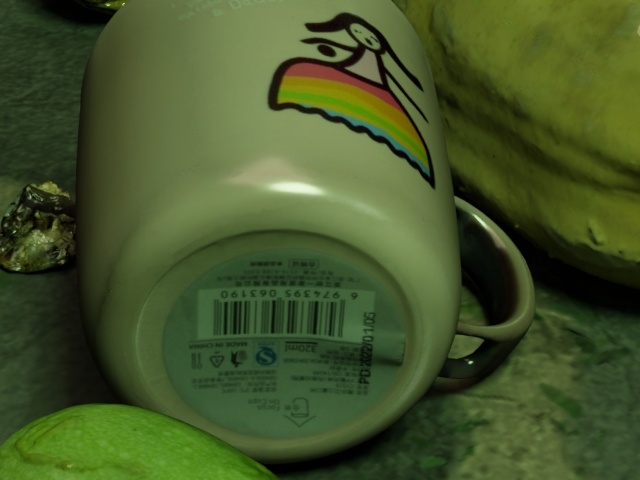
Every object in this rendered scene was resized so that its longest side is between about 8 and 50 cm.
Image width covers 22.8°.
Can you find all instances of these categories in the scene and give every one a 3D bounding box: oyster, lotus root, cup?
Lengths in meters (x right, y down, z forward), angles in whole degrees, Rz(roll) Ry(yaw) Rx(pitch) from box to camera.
[{"bbox_3d":[-0.164,-0.011,0.930,0.054,0.019,0.083,0,33,3],"label":"oyster"},{"bbox_3d":[0.134,-0.094,0.914,0.151,0.169,0.343,-17,36,-27],"label":"lotus root"},{"bbox_3d":[0.000,0.000,0.788,0.253,0.191,0.200,25,30,-22],"label":"cup"}]

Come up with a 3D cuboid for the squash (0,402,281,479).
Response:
[{"bbox_3d":[0.005,0.168,0.564,0.371,0.118,0.118,29,43,36],"label":"squash"}]

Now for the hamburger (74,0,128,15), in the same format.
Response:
[{"bbox_3d":[-0.160,-0.246,1.169,0.185,0.159,0.131,0,31,-37],"label":"hamburger"}]
